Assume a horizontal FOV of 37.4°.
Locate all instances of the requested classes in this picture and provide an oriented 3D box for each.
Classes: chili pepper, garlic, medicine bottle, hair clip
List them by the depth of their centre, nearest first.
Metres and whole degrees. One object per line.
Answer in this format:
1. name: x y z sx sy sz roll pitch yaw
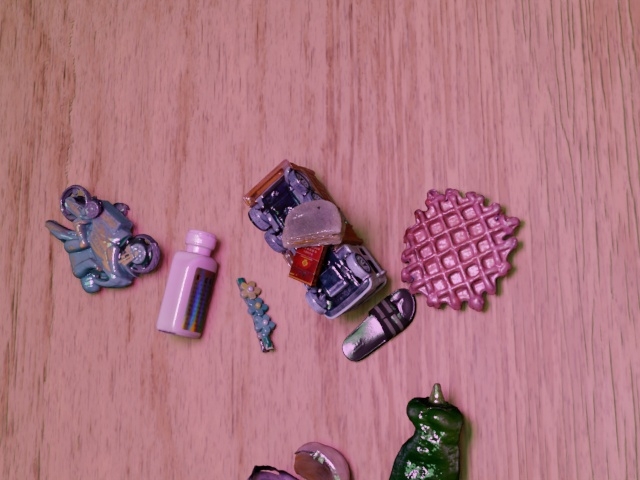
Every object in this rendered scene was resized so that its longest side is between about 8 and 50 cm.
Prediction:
1. chili pepper: 0.191 0.391 1.706 0.136 0.099 0.270 11 87 32
2. garlic: 0.014 0.431 1.793 0.152 0.066 0.084 24 116 28
3. hair clip: -0.127 0.145 1.921 0.049 0.049 0.173 -28 69 14
4. medicine bottle: -0.267 0.089 1.943 0.078 0.115 0.219 10 82 25

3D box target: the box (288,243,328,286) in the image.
1. box: -0.022 0.037 1.739 0.051 0.023 0.082 22 99 26

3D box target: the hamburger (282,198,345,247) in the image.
1. hamburger: -0.015 -0.034 1.712 0.121 0.054 0.084 -11 61 18

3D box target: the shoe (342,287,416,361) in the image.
1. shoe: 0.109 0.163 1.813 0.179 0.049 0.071 -43 68 8

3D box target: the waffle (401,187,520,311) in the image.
1. waffle: 0.255 0.019 1.783 0.221 0.055 0.234 24 89 25

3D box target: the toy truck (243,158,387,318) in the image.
1. toy truck: 0.000 0.000 1.833 0.136 0.162 0.305 -41 72 20

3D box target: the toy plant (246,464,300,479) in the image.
1. toy plant: -0.133 0.605 1.728 0.247 0.247 0.332 42 100 24

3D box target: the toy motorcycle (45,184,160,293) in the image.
1. toy motorcycle: -0.480 0.011 2.063 0.296 0.109 0.198 40 105 22
